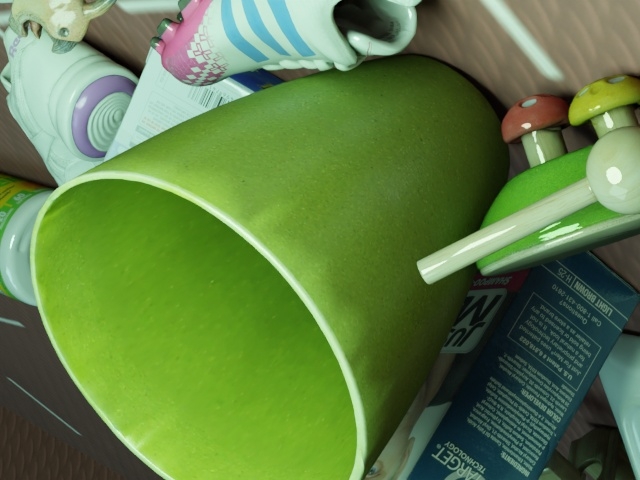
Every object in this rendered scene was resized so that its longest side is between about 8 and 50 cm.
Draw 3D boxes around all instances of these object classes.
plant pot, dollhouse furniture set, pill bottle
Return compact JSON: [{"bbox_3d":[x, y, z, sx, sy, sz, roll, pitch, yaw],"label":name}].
[{"bbox_3d":[0.000,0.000,1.277,0.275,0.293,0.275,24,135,27],"label":"plant pot"},{"bbox_3d":[0.311,0.218,1.774,0.161,0.101,0.182,-22,128,38],"label":"dollhouse furniture set"},{"bbox_3d":[-0.391,-0.012,2.190,0.245,0.136,0.136,16,156,41],"label":"pill bottle"}]

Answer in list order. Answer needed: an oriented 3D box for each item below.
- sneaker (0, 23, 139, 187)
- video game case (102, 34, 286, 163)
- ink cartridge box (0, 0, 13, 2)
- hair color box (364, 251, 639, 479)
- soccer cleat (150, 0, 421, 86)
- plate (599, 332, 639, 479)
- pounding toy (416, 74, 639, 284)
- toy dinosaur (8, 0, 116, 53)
[{"bbox_3d":[-0.220,-0.110,1.753,0.152,0.114,0.305,40,161,21],"label":"sneaker"},{"bbox_3d":[-0.058,-0.010,1.542,0.269,0.244,0.061,31,-154,7],"label":"video game case"},{"bbox_3d":[-0.290,-0.249,1.532,0.109,0.062,0.209,7,150,51],"label":"ink cartridge box"},{"bbox_3d":[0.100,0.159,1.496,0.105,0.347,0.174,38,161,-17],"label":"hair color box"},{"bbox_3d":[-0.019,-0.153,1.252,0.143,0.116,0.331,35,161,-7],"label":"soccer cleat"},{"bbox_3d":[0.361,0.217,1.551,0.278,0.045,0.277,10,129,48],"label":"plate"},{"bbox_3d":[0.165,-0.053,1.198,0.183,0.110,0.237,-20,173,24],"label":"pounding toy"},{"bbox_3d":[-0.224,-0.286,1.256,0.200,0.127,0.296,19,147,15],"label":"toy dinosaur"}]
